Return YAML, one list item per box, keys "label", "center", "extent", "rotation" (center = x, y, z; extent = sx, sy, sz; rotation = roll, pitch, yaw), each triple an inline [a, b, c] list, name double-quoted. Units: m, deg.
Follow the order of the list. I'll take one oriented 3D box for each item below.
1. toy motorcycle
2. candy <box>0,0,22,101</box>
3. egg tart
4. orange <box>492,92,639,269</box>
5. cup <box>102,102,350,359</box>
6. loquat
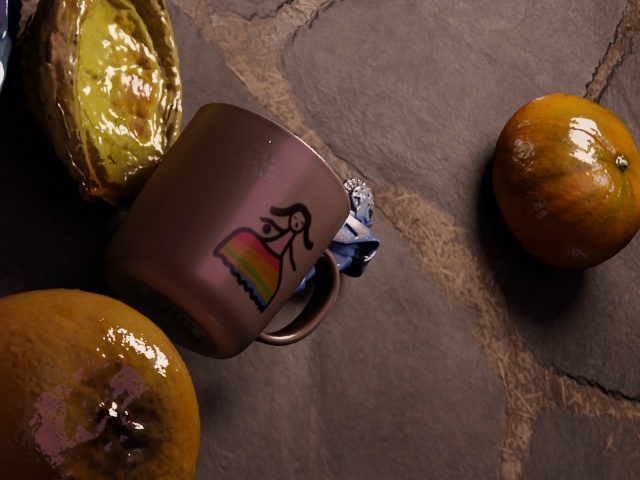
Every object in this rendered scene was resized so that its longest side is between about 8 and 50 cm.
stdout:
- label: "toy motorcycle"
  center: [0.000, 0.000, 1.590]
  extent: [0.205, 0.076, 0.114]
  rotation: [-23, 94, -43]
- label: "candy"
  center: [-0.352, -0.099, 1.254]
  extent: [0.077, 0.187, 0.331]
  rotation: [29, 54, 1]
- label: "egg tart"
  center: [-0.227, -0.166, 1.411]
  extent: [0.279, 0.095, 0.279]
  rotation: [-2, 90, -69]
- label: "orange"
  center: [0.336, -0.082, 1.843]
  extent: [0.240, 0.171, 0.240]
  rotation: [18, 60, -34]
- label: "cup"
  center: [-0.084, 0.018, 1.417]
  extent: [0.253, 0.191, 0.200]
  rotation: [49, 65, -34]
- label: "loquat"
  center: [-0.233, 0.169, 1.182]
  extent: [0.263, 0.263, 0.263]
  rotation: [18, 61, -35]
